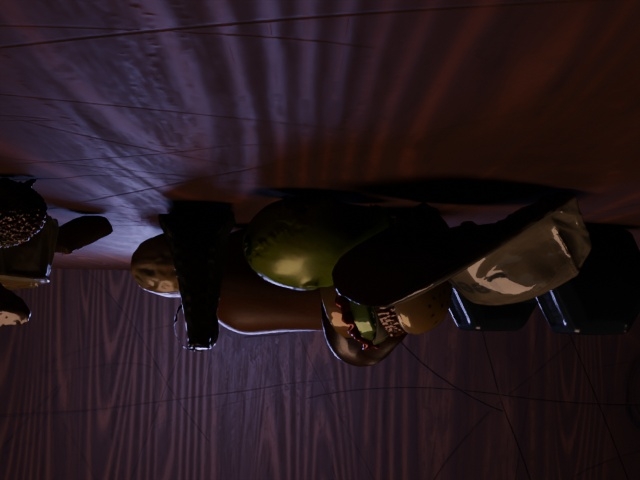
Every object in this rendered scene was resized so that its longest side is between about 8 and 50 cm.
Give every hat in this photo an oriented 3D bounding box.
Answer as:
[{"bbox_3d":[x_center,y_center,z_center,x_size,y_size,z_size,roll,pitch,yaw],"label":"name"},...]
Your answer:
[{"bbox_3d":[0.146,0.038,1.229,0.214,0.149,0.245,-1,-146,50],"label":"hat"}]

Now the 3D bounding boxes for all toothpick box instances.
[{"bbox_3d":[-0.008,0.068,1.686,0.294,0.192,0.192,5,179,33],"label":"toothpick box"}]

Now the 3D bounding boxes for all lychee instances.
[{"bbox_3d":[-0.306,-0.028,1.196,0.068,0.083,0.067,41,-170,-29],"label":"lychee"}]

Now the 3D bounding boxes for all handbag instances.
[{"bbox_3d":[-0.147,0.050,1.483,0.089,0.175,0.270,0,178,-4],"label":"handbag"}]

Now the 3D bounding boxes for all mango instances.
[{"bbox_3d":[0.000,0.001,1.298,0.178,0.100,0.119,-6,179,-40],"label":"mango"}]

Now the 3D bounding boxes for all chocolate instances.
[{"bbox_3d":[-0.318,-0.012,1.575,0.065,0.031,0.101,2,-160,36],"label":"chocolate"}]

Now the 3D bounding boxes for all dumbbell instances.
[{"bbox_3d":[0.300,0.058,1.681,0.160,0.144,0.325,5,174,-24],"label":"dumbbell"}]

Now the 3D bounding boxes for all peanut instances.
[{"bbox_3d":[-0.168,0.036,1.878,0.263,0.101,0.117,1,-158,-26],"label":"peanut"}]

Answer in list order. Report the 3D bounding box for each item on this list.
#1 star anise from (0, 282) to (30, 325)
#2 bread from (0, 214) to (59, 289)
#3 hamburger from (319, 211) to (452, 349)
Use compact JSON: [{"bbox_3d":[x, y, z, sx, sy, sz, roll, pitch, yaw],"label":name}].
[{"bbox_3d":[-0.481,0.054,1.303,0.350,0.292,0.109,6,-148,13],"label":"star anise"},{"bbox_3d":[-0.434,0.007,1.465,0.192,0.109,0.210,-6,174,17],"label":"bread"},{"bbox_3d":[0.086,0.044,1.453,0.137,0.175,0.175,-7,173,22],"label":"hamburger"}]
